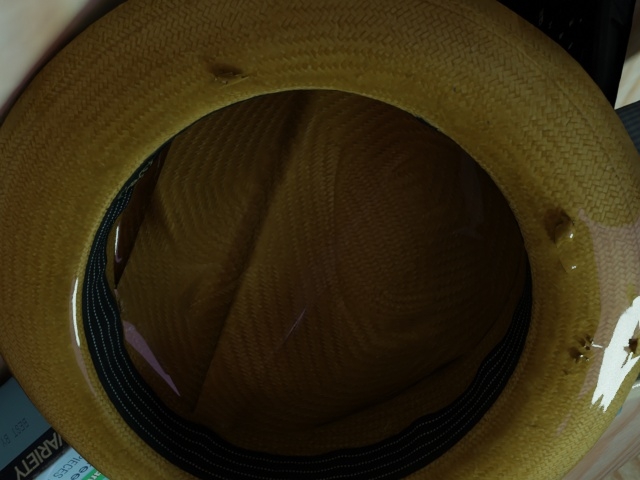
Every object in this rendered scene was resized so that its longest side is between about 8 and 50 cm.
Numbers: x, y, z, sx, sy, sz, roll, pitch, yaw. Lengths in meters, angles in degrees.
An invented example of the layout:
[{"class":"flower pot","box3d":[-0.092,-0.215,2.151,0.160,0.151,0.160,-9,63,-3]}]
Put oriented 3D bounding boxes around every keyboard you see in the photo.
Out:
[{"class":"keyboard","box3d":[0.049,-0.040,0.514,0.192,0.038,0.100,125,-18,-63]}]

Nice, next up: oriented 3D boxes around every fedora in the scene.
[{"class":"fedora","box3d":[0.000,0.000,0.439,0.194,0.194,0.079,-46,-165,30]}]

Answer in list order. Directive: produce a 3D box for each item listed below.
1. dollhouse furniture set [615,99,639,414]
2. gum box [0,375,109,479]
[{"class":"dollhouse furniture set","box3d":[0.125,-0.004,0.552,0.286,0.303,0.198,-18,138,1]},{"class":"gum box","box3d":[-0.042,0.069,0.609,0.157,0.041,0.184,-41,151,8]}]
